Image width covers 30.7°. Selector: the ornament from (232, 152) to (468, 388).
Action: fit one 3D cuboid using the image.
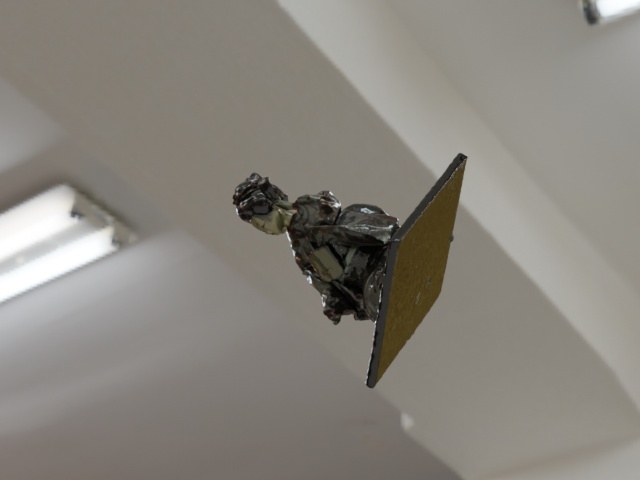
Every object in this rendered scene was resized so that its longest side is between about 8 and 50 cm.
[{"bbox_3d":[0.000,0.000,0.998,0.196,0.153,0.166,21,-53,20],"label":"ornament"}]
